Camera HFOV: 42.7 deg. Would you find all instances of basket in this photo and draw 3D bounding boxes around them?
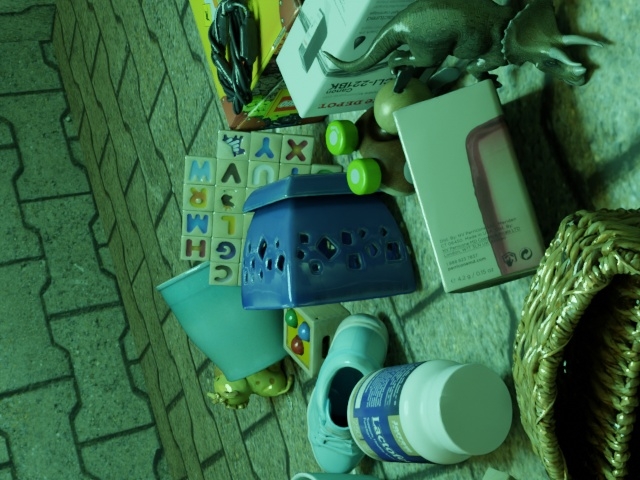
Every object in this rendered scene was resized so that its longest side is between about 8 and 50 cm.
[{"bbox_3d":[0.312,0.137,0.764,0.223,0.213,0.299,-107,17,-66],"label":"basket"}]

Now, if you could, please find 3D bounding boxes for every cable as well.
[{"bbox_3d":[-0.146,-0.295,1.314,0.150,0.047,0.185,30,127,56],"label":"cable"}]

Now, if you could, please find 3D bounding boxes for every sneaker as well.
[{"bbox_3d":[0.032,0.310,1.471,0.150,0.135,0.366,-59,-22,-56],"label":"sneaker"}]

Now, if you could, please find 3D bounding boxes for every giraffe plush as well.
[{"bbox_3d":[-0.177,0.320,1.903,0.210,0.170,0.181,62,149,30],"label":"giraffe plush"}]

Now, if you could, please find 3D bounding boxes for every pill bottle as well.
[{"bbox_3d":[0.161,0.259,1.237,0.264,0.153,0.153,-29,74,62],"label":"pill bottle"}]

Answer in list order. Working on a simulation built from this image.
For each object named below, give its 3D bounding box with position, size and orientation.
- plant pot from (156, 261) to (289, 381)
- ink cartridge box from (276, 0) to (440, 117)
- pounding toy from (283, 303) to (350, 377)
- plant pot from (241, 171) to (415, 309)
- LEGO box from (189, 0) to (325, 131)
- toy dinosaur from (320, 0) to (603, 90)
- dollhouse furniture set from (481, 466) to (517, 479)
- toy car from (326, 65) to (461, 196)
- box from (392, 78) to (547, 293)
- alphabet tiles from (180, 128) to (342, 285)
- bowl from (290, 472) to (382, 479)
[{"bbox_3d":[-0.175,0.153,1.759,0.255,0.271,0.271,64,153,-1],"label":"plant pot"},{"bbox_3d":[0.080,-0.296,1.133,0.273,0.196,0.114,-50,56,58],"label":"ink cartridge box"},{"bbox_3d":[0.003,0.219,1.596,0.206,0.094,0.181,38,133,53],"label":"pounding toy"},{"bbox_3d":[0.000,0.000,1.378,0.236,0.235,0.212,-12,84,64],"label":"plant pot"},{"bbox_3d":[-0.090,-0.496,1.395,0.372,0.193,0.501,-44,61,60],"label":"LEGO box"},{"bbox_3d":[0.163,-0.252,0.987,0.160,0.313,0.121,94,-173,-76],"label":"toy dinosaur"},{"bbox_3d":[0.316,0.397,0.743,0.355,0.174,0.303,39,162,-22],"label":"dollhouse furniture set"},{"bbox_3d":[0.123,-0.170,1.157,0.149,0.155,0.188,63,143,29],"label":"toy car"},{"bbox_3d":[0.192,-0.059,1.019,0.148,0.126,0.233,12,-118,-73],"label":"box"},{"bbox_3d":[-0.115,-0.049,1.535,0.011,0.285,0.343,-98,14,-55],"label":"alphabet tiles"},{"bbox_3d":[0.073,0.563,1.514,0.311,0.163,0.312,31,126,56],"label":"bowl"}]
